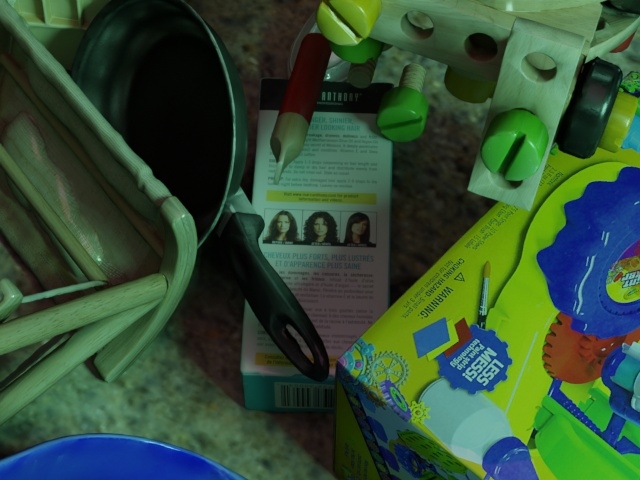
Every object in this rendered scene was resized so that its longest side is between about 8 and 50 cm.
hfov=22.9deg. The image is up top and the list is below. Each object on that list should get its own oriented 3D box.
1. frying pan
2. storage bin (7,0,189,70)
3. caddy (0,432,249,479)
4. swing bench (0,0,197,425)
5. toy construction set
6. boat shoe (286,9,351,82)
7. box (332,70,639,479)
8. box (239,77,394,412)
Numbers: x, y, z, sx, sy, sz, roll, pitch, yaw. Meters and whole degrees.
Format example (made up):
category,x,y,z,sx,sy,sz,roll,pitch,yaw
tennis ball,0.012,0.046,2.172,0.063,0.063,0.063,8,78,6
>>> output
category,x,y,z,sx,sy,sz,roll,pitch,yaw
frying pan,-0.072,-0.057,1.069,0.053,0.197,0.326,-6,23,-43
storage bin,-0.146,-0.291,1.184,0.123,0.260,0.262,14,60,4
caddy,-0.126,0.229,0.842,0.241,0.179,0.341,40,31,22
swing bench,-0.254,-0.005,1.070,0.255,0.165,0.253,-30,62,-22
toy construction set,0.065,-0.118,0.976,0.257,0.309,0.237,32,47,-17
boat shoe,0.035,-0.187,1.231,0.066,0.063,0.184,34,64,19
box,0.205,0.101,0.990,0.279,0.177,0.290,38,66,20
box,0.000,0.000,1.119,0.100,0.060,0.244,2,59,1
